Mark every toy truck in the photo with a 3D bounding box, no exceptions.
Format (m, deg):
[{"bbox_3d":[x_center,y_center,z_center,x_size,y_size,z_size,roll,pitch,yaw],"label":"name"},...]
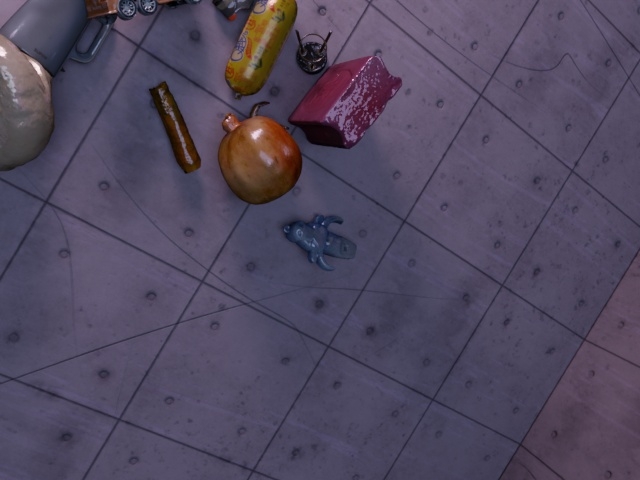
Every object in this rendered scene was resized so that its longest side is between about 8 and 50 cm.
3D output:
[{"bbox_3d":[-0.439,-0.673,1.574,0.338,0.133,0.184,-31,120,-37],"label":"toy truck"}]

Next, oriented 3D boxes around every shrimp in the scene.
[{"bbox_3d":[-0.150,-0.367,1.860,0.127,0.025,0.091,14,96,-20],"label":"shrimp"}]

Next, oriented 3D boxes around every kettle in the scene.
[{"bbox_3d":[-0.654,-0.542,1.575,0.243,0.160,0.210,-55,132,-8],"label":"kettle"}]

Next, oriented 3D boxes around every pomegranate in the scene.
[{"bbox_3d":[-0.185,-0.243,1.759,0.229,0.252,0.270,-31,115,11],"label":"pomegranate"}]

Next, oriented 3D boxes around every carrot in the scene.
[{"bbox_3d":[-0.410,-0.317,1.750,0.070,0.070,0.260,-24,109,-14],"label":"carrot"}]

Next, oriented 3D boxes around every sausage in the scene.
[{"bbox_3d":[-0.168,-0.561,1.753,0.123,0.123,0.347,24,94,-24],"label":"sausage"}]

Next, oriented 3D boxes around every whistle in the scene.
[{"bbox_3d":[0.000,0.000,1.968,0.269,0.093,0.180,17,71,-24],"label":"whistle"}]

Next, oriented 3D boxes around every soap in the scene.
[{"bbox_3d":[0.059,-0.386,1.753,0.128,0.359,0.233,39,87,-21],"label":"soap"}]

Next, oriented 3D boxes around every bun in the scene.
[{"bbox_3d":[-0.798,-0.344,1.496,0.365,0.219,0.365,6,115,12],"label":"bun"}]

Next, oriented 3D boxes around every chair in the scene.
[{"bbox_3d":[-0.027,-0.547,1.781,0.095,0.221,0.104,34,92,0],"label":"chair"}]

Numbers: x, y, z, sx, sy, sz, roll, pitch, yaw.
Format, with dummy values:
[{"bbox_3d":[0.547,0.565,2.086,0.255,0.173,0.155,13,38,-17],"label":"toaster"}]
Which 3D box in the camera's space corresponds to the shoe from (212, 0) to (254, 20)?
[{"bbox_3d":[-0.207,-0.695,1.741,0.194,0.074,0.077,-38,124,-6],"label":"shoe"}]
